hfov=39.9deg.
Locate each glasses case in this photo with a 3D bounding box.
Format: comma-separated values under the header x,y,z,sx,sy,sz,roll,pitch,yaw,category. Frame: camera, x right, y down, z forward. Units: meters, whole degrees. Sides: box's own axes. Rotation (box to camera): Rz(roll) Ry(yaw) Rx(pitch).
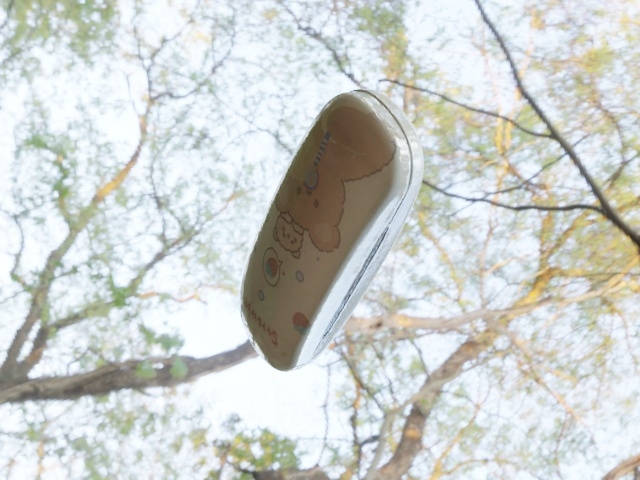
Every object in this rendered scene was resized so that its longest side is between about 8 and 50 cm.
x,y,z,sx,sy,sz,roll,pitch,yaw,category
0.000,0.000,0.541,0.081,0.051,0.204,52,-46,30,glasses case
